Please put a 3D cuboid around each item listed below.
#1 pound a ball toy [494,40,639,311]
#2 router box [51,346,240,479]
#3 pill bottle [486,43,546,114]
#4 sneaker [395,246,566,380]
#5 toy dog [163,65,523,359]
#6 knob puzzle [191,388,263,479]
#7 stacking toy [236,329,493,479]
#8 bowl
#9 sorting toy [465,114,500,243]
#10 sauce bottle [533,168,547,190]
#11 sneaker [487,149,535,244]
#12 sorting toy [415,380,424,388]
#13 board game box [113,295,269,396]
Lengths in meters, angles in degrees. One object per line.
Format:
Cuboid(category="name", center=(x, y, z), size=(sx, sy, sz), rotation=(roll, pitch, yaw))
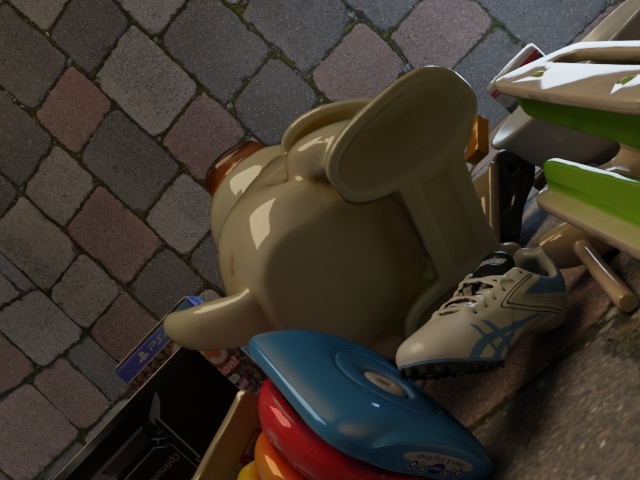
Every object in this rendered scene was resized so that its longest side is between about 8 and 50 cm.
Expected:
Cuboid(category="pound a ball toy", center=(0.260, -0.051, 0.595), size=(0.136, 0.208, 0.319), rotation=(-24, 14, 1))
Cuboid(category="router box", center=(-0.156, 0.295, 0.768), size=(0.309, 0.243, 0.081), rotation=(-46, 1, -17))
Cuboid(category="pill bottle", center=(0.378, -0.231, 1.280), size=(0.108, 0.180, 0.108), rotation=(-46, 1, 1))
Cuboid(category="sneaker", center=(0.134, 0.060, 0.640), size=(0.085, 0.086, 0.237), rotation=(-16, 0, 40))
Cuboid(category="toy dog", center=(0.000, 0.000, 0.905), size=(0.395, 0.284, 0.408), rotation=(-38, 19, -8))
Cuboid(category="knob puzzle", center=(-0.055, 0.244, 0.665), size=(0.213, 0.213, 0.030), rotation=(-47, 33, -22))
Cuboid(category="stacking toy", center=(-0.019, 0.238, 0.598), size=(0.166, 0.175, 0.301), rotation=(38, 102, 53))
Cuboid(category="bowl", center=(0.378, -0.190, 1.006), size=(0.298, 0.134, 0.298), rotation=(-47, 2, 2))
Cuboid(category="sorting toy", center=(0.168, -0.009, 1.027), size=(0.229, 0.041, 0.307), rotation=(132, 149, -55))
Cuboid(category="sauce bottle", center=(0.378, -0.129, 1.183), size=(0.128, 0.042, 0.042), rotation=(-44, 2, 26))
Cuboid(category="sneaker", center=(0.246, -0.011, 1.114), size=(0.130, 0.087, 0.227), rotation=(87, -155, -60))
Cuboid(category="sorting toy", center=(0.090, 0.200, 0.905), size=(0.062, 0.012, 0.083), rotation=(-45, 1, 36))
Cuboid(category="board game box", center=(-0.137, 0.231, 1.141), size=(0.141, 0.291, 0.232), rotation=(-47, 2, -7))
